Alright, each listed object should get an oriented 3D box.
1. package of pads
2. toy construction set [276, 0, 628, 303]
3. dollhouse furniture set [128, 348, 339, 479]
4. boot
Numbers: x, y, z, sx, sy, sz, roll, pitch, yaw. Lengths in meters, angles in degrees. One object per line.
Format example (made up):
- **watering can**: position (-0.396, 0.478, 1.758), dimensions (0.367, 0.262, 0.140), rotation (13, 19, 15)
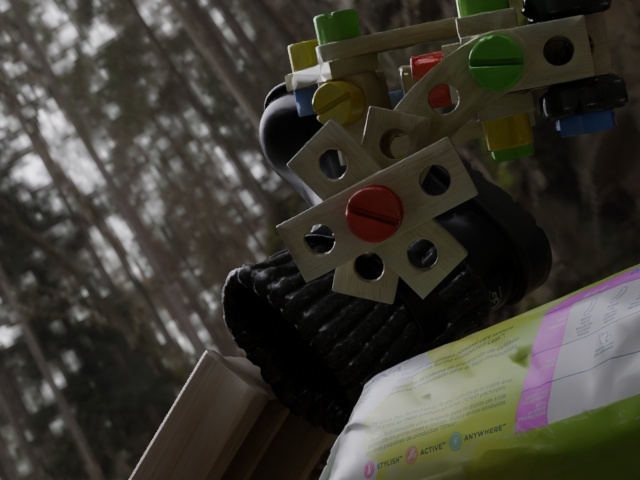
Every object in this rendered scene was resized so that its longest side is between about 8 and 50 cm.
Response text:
- **package of pads**: position (0.161, 0.121, 0.668), dimensions (0.296, 0.229, 0.101), rotation (-29, 26, 47)
- **toy construction set**: position (0.068, -0.084, 0.895), dimensions (0.215, 0.328, 0.151), rotation (-10, -72, 8)
- **dollhouse furniture set**: position (0.064, 0.271, 1.274), dimensions (0.362, 0.394, 0.256), rotation (-59, -25, 11)
- **boot**: position (0.001, -0.003, 1.320), dimensions (0.260, 0.348, 0.131), rotation (-33, -39, -28)
